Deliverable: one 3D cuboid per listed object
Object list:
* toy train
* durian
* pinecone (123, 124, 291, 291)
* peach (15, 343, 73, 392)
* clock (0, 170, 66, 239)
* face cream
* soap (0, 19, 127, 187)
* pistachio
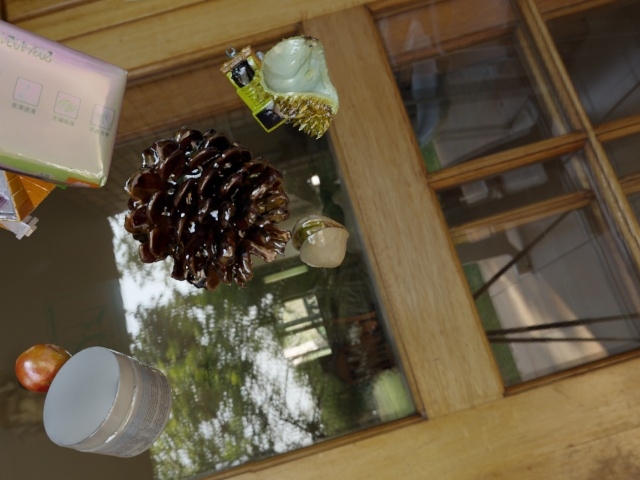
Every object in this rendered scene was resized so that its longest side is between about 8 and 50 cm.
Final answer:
[{"bbox_3d":[-0.136,-0.335,1.149,0.219,0.089,0.127,48,-158,-33],"label":"toy train"},{"bbox_3d":[-0.029,-0.291,0.973,0.144,0.139,0.252,37,-145,-39],"label":"durian"},{"bbox_3d":[-0.195,-0.045,0.942,0.242,0.295,0.298,-53,-18,-78],"label":"pinecone"},{"bbox_3d":[-0.529,0.249,0.992,0.101,0.100,0.101,164,90,-89],"label":"peach"},{"bbox_3d":[-0.698,-0.156,1.066,0.309,0.235,0.166,44,-166,-23],"label":"clock"},{"bbox_3d":[-0.390,0.304,0.955,0.153,0.177,0.177,51,-162,-52],"label":"face cream"},{"bbox_3d":[-0.335,-0.145,0.543,0.182,0.199,0.139,9,86,50],"label":"soap"},{"bbox_3d":[0.000,0.000,1.017,0.149,0.113,0.113,50,-157,-71],"label":"pistachio"}]
